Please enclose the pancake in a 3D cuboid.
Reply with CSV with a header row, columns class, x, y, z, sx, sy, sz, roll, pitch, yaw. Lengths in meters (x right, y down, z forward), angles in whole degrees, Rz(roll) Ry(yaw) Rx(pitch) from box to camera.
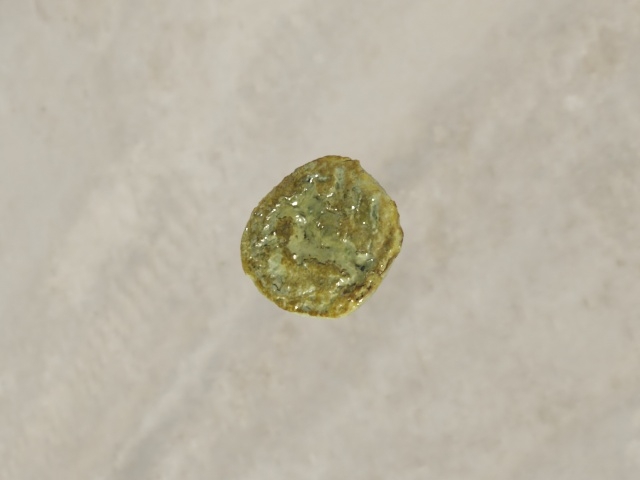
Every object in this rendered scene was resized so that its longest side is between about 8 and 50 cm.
class,x,y,z,sx,sy,sz,roll,pitch,yaw
pancake,0.001,0.001,0.943,0.108,0.017,0.108,-8,72,25
